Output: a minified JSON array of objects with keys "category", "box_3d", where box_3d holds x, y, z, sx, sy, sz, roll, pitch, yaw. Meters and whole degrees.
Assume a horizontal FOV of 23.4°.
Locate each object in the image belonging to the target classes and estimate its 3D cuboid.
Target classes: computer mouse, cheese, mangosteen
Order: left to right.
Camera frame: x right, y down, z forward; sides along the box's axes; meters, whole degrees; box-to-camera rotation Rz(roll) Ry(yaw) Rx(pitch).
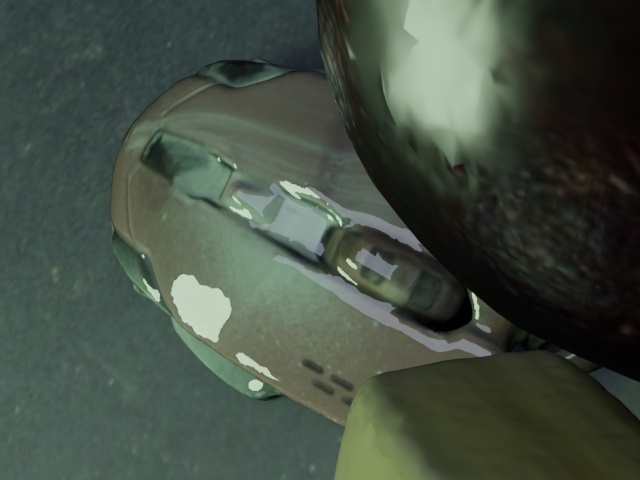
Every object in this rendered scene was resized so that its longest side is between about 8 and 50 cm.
[{"category":"computer mouse","box_3d":[-0.005,-0.002,0.828,0.389,0.115,0.199,25,92,45]},{"category":"cheese","box_3d":[0.094,0.200,0.530,0.265,0.124,0.242,-130,38,-60]},{"category":"mangosteen","box_3d":[0.166,-0.099,0.456,0.347,0.307,0.307,10,74,2]}]

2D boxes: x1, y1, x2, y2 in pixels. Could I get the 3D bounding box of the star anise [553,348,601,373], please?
[{"category":"star anise","box_3d":[0.173,-0.086,0.698,0.359,0.139,0.316,-24,42,32]}]
